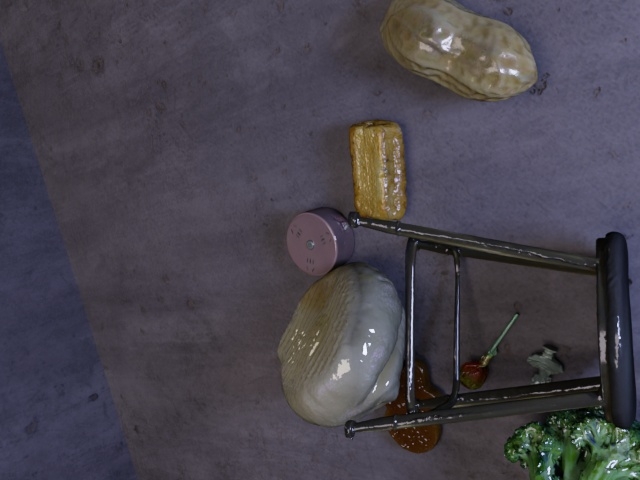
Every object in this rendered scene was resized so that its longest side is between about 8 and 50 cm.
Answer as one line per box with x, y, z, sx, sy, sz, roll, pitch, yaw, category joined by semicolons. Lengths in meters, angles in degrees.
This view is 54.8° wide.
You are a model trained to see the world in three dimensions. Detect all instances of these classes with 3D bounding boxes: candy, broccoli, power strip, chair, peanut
0.345;0.224;1.255;0.060;0.060;0.201;39;116;22;candy
0.480;0.416;1.087;0.295;0.245;0.265;23;140;45;broccoli
0.000;0.000;1.430;0.154;0.078;0.154;13;111;36;power strip
0.302;0.143;1.052;0.410;0.362;0.364;-3;82;26;chair
0.237;-0.342;1.095;0.313;0.152;0.152;37;123;21;peanut

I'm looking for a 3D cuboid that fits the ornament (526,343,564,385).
0.433;0.247;1.195;0.069;0.041;0.092;-10;88;34;ornament

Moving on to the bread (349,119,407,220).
0.121;-0.144;1.286;0.114;0.083;0.210;11;110;41;bread

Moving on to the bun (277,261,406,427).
0.066;0.230;1.325;0.219;0.365;0.365;25;130;-20;bun

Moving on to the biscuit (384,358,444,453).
0.204;0.377;1.415;0.180;0.039;0.236;1;105;36;biscuit
